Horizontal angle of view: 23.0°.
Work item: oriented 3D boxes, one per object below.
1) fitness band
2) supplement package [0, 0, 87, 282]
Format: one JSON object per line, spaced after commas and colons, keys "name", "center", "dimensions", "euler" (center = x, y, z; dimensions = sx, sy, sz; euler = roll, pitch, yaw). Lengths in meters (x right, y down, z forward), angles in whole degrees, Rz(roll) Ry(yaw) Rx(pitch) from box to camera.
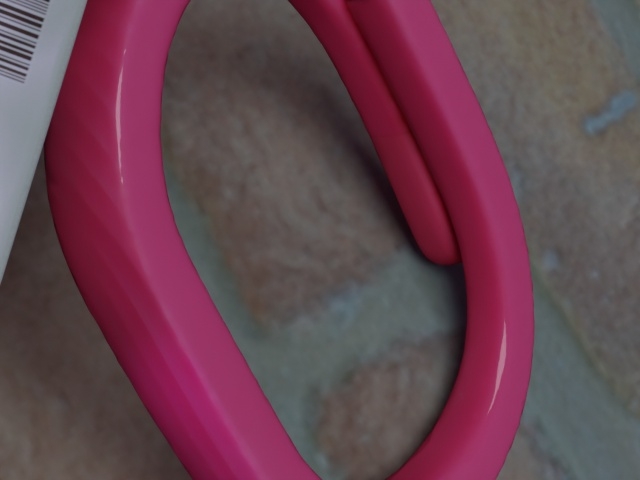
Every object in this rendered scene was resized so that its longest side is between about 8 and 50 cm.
{"name": "fitness band", "center": [0.000, 0.000, 0.651], "dimensions": [0.209, 0.054, 0.291], "euler": [-51, 124, -38]}
{"name": "supplement package", "center": [-0.199, -0.058, 0.534], "dimensions": [0.198, 0.262, 0.199], "euler": [19, 69, -15]}
